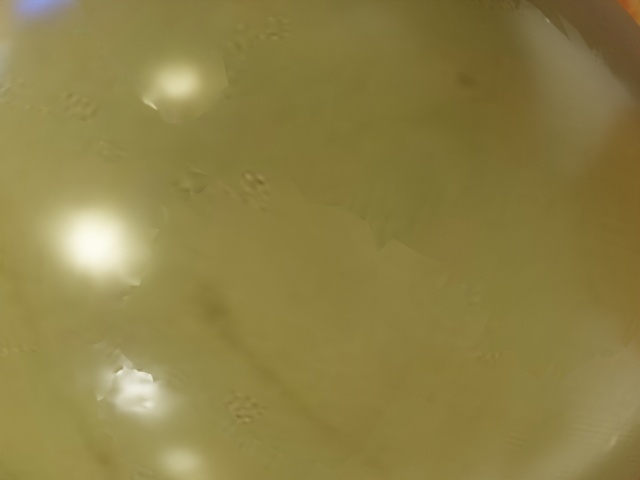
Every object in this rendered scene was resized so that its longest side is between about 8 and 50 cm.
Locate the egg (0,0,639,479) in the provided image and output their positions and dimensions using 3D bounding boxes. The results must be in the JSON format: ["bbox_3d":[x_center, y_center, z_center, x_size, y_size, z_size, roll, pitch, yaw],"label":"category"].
[{"bbox_3d":[0.000,0.000,0.489,0.186,0.241,0.186,-26,55,45],"label":"egg"}]
